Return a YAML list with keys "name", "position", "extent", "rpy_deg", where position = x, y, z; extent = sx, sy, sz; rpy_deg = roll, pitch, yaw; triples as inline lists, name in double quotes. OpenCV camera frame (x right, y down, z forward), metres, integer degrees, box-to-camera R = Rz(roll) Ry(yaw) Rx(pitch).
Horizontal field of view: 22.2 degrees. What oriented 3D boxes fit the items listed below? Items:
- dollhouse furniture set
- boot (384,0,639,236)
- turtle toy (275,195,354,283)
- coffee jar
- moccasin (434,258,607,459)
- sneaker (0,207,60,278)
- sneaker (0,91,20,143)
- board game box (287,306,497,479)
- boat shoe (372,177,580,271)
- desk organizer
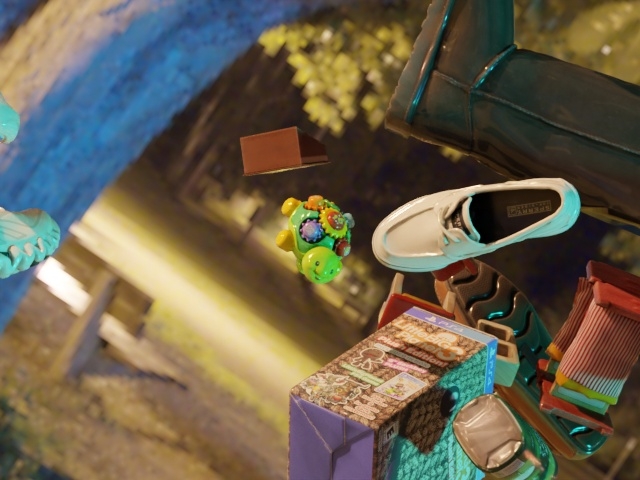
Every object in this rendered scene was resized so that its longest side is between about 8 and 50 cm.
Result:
- name: "dollhouse furniture set"
  position: [0.289, 0.115, 2.366]
  extent: [0.374, 0.201, 0.152]
  rpy_deg: [19, 23, -5]
- name: "boot"
  position: [0.363, -0.242, 2.340]
  extent: [0.445, 0.367, 0.146]
  rpy_deg: [22, 3, 8]
- name: "turtle toy"
  position: [0.000, 0.000, 1.975]
  extent: [0.095, 0.130, 0.066]
  rpy_deg: [30, -41, -25]
- name: "coffee jar"
  position: [0.232, 0.258, 2.018]
  extent: [0.096, 0.079, 0.184]
  rpy_deg: [56, 6, 29]
- name: "moccasin"
  position: [0.310, 0.191, 2.616]
  extent: [0.380, 0.139, 0.147]
  rpy_deg: [47, -29, -10]
- name: "sneaker"
  position: [-0.375, -0.003, 1.716]
  extent: [0.118, 0.110, 0.292]
  rpy_deg: [68, 25, -5]
- name: "sneaker"
  position: [-0.412, -0.230, 1.793]
  extent: [0.305, 0.152, 0.114]
  rpy_deg: [45, -1, 26]
- name: "board game box"
  position: [0.096, 0.261, 2.183]
  extent: [0.141, 0.232, 0.291]
  rpy_deg: [20, 32, 31]
- name: "boat shoe"
  position: [0.175, -0.027, 1.929]
  extent: [0.084, 0.258, 0.095]
  rpy_deg: [11, 62, -71]
- name: "desk organizer"
  position: [-0.047, -0.114, 2.069]
  extent: [0.047, 0.050, 0.130]
  rpy_deg: [-8, 2, -37]
